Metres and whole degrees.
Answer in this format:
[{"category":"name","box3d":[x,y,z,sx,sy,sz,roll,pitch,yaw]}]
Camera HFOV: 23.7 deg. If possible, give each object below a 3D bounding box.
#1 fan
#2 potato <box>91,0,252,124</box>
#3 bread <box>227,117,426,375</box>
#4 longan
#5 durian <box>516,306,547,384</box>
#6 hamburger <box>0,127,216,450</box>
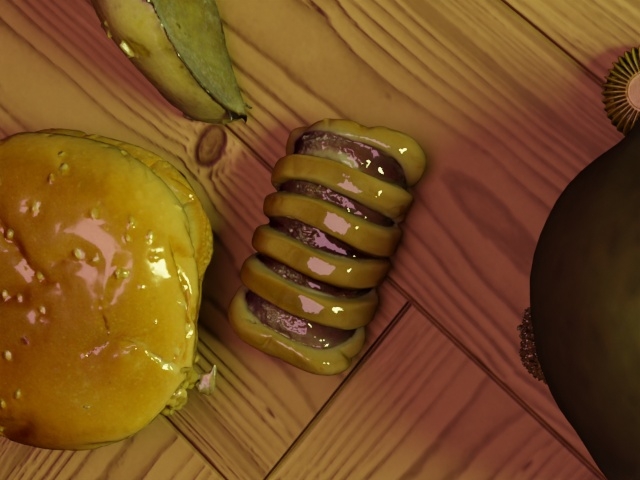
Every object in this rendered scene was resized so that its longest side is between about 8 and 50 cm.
[{"category":"fan","box3d":[0.273,-0.083,1.234,0.082,0.039,0.155,-7,87,24]},{"category":"potato","box3d":[-0.156,-0.215,1.379,0.098,0.138,0.243,-17,80,28]},{"category":"bread","box3d":[0.000,0.000,1.335,0.134,0.081,0.225,21,99,25]},{"category":"longan","box3d":[0.326,0.039,1.065,0.361,0.361,0.361,0,90,25]},{"category":"durian","box3d":[0.198,0.083,1.254,0.091,0.080,0.080,-6,87,53]},{"category":"hamburger","box3d":[-0.237,0.046,1.398,0.314,0.170,0.290,11,101,23]}]
